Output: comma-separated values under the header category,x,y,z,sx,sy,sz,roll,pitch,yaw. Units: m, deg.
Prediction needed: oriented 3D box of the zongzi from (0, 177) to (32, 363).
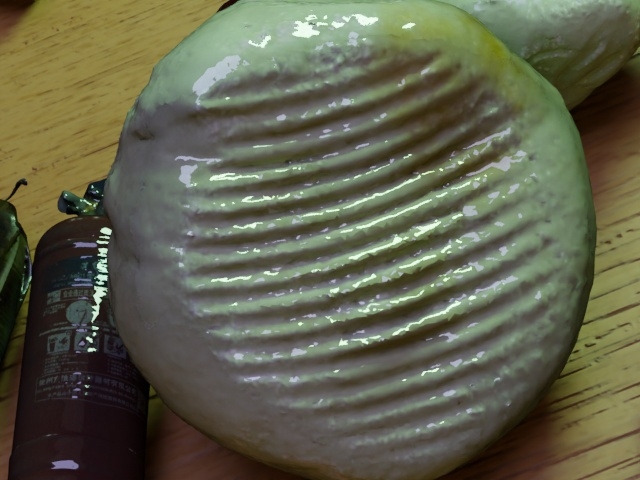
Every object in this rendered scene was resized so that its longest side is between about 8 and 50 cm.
category,x,y,z,sx,sy,sz,roll,pitch,yaw
zongzi,-0.313,0.024,1.515,0.111,0.241,0.247,3,58,18

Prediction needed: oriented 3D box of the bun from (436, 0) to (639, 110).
category,x,y,z,sx,sy,sz,roll,pitch,yaw
bun,0.157,-0.157,1.555,0.231,0.133,0.231,-15,12,3

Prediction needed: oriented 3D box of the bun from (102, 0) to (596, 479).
category,x,y,z,sx,sy,sz,roll,pitch,yaw
bun,0.014,-0.003,1.425,0.365,0.365,0.219,-33,13,-7

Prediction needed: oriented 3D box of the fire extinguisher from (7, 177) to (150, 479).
category,x,y,z,sx,sy,sz,roll,pitch,yaw
fire extinguisher,-0.163,0.072,1.538,0.138,0.102,0.344,12,55,-15

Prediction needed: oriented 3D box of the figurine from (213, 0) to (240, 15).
category,x,y,z,sx,sy,sz,roll,pitch,yaw
figurine,-0.023,-0.183,1.647,0.175,0.116,0.240,-2,57,14
